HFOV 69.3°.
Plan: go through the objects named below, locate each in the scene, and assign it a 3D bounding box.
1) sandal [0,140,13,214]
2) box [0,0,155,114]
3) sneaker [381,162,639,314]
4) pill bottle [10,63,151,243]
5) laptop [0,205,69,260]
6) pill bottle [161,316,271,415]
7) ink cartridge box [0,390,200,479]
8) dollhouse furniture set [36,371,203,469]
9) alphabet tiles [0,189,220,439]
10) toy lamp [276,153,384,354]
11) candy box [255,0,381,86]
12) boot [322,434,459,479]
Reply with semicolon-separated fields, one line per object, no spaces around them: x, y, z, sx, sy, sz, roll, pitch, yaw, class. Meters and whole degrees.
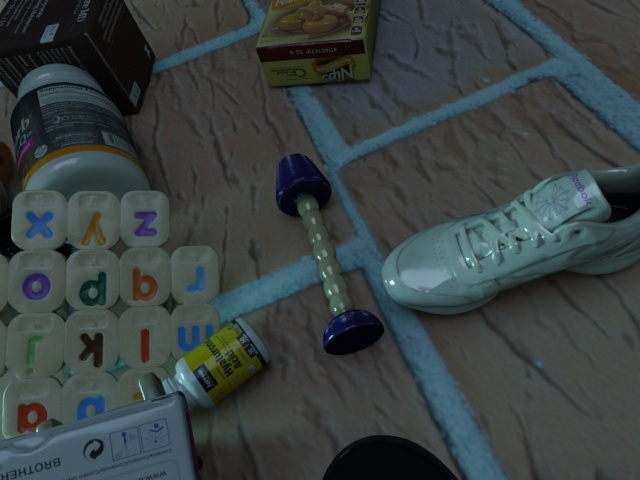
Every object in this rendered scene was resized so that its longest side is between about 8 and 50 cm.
-0.525;-0.088;0.720;0.076;0.102;0.265;-1;37;-5;sandal
-0.444;-0.334;0.838;0.203;0.167;0.169;-7;57;9;box
0.210;-0.014;0.494;0.304;0.152;0.114;-17;58;4;sneaker
-0.369;-0.140;0.702;0.162;0.162;0.279;-30;56;-6;pill bottle
-0.499;0.023;0.645;0.234;0.137;0.265;-23;56;-3;laptop
-0.118;0.144;0.515;0.116;0.065;0.065;-36;57;-19;pill bottle
-0.148;0.273;0.279;0.185;0.065;0.312;-11;76;-15;ink cartridge box
-0.263;0.292;0.391;0.373;0.201;0.152;-24;56;-10;dollhouse furniture set
-0.260;0.079;0.532;0.283;0.021;0.278;-2;82;-15;alphabet tiles
0.000;0.000;0.578;0.080;0.080;0.275;-21;56;-1;toy lamp
0.011;-0.420;0.834;0.182;0.088;0.317;1;59;14;candy box
0.027;0.211;0.116;0.146;0.445;0.367;-9;57;7;boot
